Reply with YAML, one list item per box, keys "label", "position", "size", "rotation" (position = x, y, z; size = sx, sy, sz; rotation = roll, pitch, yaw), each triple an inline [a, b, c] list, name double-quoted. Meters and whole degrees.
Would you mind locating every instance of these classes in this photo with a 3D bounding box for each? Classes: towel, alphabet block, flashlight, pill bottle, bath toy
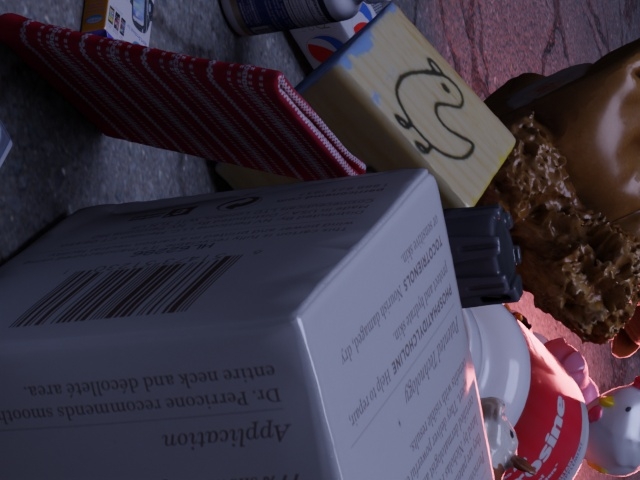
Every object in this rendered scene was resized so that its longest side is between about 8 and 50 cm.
- label: "towel"
  position: [-0.111, -0.113, 1.442]
  size: [0.199, 0.275, 0.031]
  rotation: [44, 63, -58]
- label: "alphabet block"
  position: [0.048, -0.086, 1.812]
  size: [0.197, 0.193, 0.192]
  rotation: [47, 34, -6]
- label: "flashlight"
  position: [0.032, 0.016, 1.705]
  size: [0.103, 0.304, 0.103]
  rotation: [39, 47, -60]
- label: "pill bottle"
  position: [-0.012, -0.269, 1.853]
  size: [0.094, 0.169, 0.094]
  rotation: [-7, 90, -69]
- label: "pill bottle"
  position: [0.154, 0.178, 2.071]
  size: [0.408, 0.229, 0.229]
  rotation: [40, 48, -60]
- label: "bath toy"
  position: [0.304, 0.173, 2.333]
  size: [0.151, 0.348, 0.129]
  rotation: [13, 107, -39]

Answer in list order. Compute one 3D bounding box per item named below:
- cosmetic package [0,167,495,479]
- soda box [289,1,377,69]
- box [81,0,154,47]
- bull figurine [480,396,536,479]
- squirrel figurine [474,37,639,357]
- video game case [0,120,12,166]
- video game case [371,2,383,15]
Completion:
- label: "cosmetic package"
  position: [-0.070, 0.190, 1.365]
  size: [0.327, 0.329, 0.393]
  rotation: [-47, 128, -63]
- label: "soda box"
  position: [0.004, -0.260, 1.999]
  size: [0.216, 0.069, 0.074]
  rotation: [55, 41, -41]
- label: "box"
  position: [-0.180, -0.214, 1.610]
  size: [0.081, 0.028, 0.136]
  rotation: [47, 44, -57]
- label: "bull figurine"
  position: [0.081, 0.284, 1.833]
  size: [0.101, 0.310, 0.188]
  rotation: [45, 10, 38]
- label: "squirrel figurine"
  position: [0.335, -0.009, 2.173]
  size: [0.397, 0.281, 0.370]
  rotation: [-39, 106, -45]
- label: "video game case"
  position: [-0.294, -0.076, 1.288]
  size: [0.190, 0.022, 0.173]
  rotation: [-73, 149, -46]
- label: "video game case"
  position: [0.021, -0.350, 2.160]
  size: [0.196, 0.026, 0.274]
  rotation: [-41, 122, -64]
